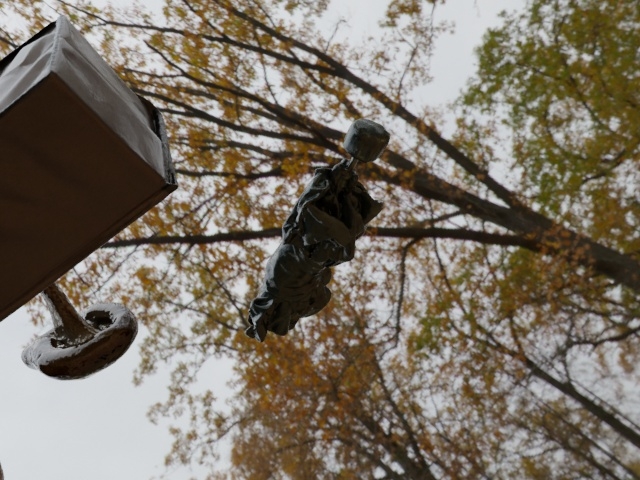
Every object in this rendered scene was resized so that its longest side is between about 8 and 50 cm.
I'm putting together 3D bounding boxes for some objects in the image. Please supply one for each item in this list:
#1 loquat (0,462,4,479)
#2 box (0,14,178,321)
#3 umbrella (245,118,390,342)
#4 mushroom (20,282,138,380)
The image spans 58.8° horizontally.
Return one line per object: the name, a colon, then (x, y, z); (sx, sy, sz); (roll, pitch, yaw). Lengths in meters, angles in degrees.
loquat: (-0.585, 0.360, 0.740); (0.329, 0.328, 0.328); (-21, -52, -30)
box: (-0.288, -0.064, 0.539); (0.252, 0.188, 0.153); (-33, -49, 5)
umbrella: (0.001, 0.002, 0.719); (0.143, 0.094, 0.348); (-44, -12, -50)
mushroom: (-0.374, 0.084, 0.795); (0.148, 0.227, 0.217); (-44, -63, -44)
